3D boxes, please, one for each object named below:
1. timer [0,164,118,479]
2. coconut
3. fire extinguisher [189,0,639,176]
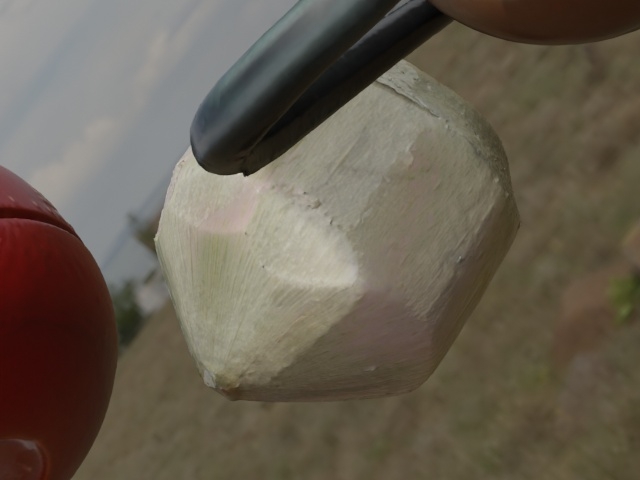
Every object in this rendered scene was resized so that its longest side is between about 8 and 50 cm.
[{"bbox_3d":[-0.344,0.108,1.554,0.378,0.279,0.378,-29,-28,-17],"label":"timer"},{"bbox_3d":[0.000,0.000,1.219,0.234,0.224,0.224,-55,4,-11],"label":"coconut"},{"bbox_3d":[0.075,-0.099,0.614,0.200,0.113,0.376,-64,-10,17],"label":"fire extinguisher"}]
